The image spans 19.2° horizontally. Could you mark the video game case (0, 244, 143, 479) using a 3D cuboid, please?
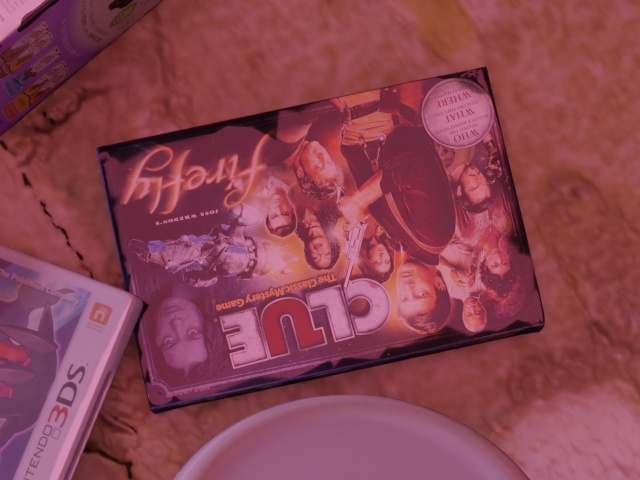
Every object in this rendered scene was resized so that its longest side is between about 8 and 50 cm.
[{"bbox_3d":[-0.229,0.085,1.123,0.201,0.023,0.183,19,81,16],"label":"video game case"}]

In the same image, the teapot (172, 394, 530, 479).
[{"bbox_3d":[0.019,0.222,1.053,0.256,0.187,0.252,30,54,20],"label":"teapot"}]

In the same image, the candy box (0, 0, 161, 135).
[{"bbox_3d":[-0.149,-0.161,1.113,0.196,0.165,0.070,-41,85,-7],"label":"candy box"}]

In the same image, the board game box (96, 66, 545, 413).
[{"bbox_3d":[0.000,0.000,1.152,0.243,0.042,0.165,-12,82,-3],"label":"board game box"}]
